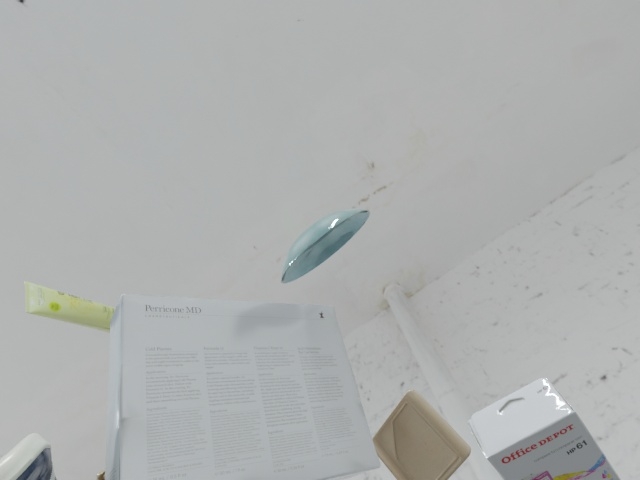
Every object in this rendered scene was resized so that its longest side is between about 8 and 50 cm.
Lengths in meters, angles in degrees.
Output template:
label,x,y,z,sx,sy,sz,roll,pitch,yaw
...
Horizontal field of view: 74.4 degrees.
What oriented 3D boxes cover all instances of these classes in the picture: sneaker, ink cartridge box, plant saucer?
label,x,y,z,sx,sy,sz,roll,pitch,yaw
sneaker,-0.363,0.358,0.527,0.148,0.131,0.350,43,-43,5
ink cartridge box,0.214,0.205,0.400,0.089,0.052,0.122,-35,-76,10
plant saucer,0.000,0.000,0.731,0.195,0.195,0.037,-41,-101,10

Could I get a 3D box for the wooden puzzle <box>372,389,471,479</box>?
label,x,y,z,sx,sy,sz,roll,pitch,yaw
wooden puzzle,0.277,0.583,1.200,0.044,0.221,0.238,6,-59,-51

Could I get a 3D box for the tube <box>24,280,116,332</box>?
label,x,y,z,sx,sy,sz,roll,pitch,yaw
tube,-0.558,0.164,0.976,0.240,0.070,0.062,37,-118,-49

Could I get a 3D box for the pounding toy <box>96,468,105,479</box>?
label,x,y,z,sx,sy,sz,roll,pitch,yaw
pounding toy,-0.406,0.551,1.084,0.155,0.270,0.154,-6,-85,30

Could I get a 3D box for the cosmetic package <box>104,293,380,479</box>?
label,x,y,z,sx,sy,sz,roll,pitch,yaw
cosmetic package,-0.115,0.235,0.648,0.377,0.284,0.097,10,-40,-33
